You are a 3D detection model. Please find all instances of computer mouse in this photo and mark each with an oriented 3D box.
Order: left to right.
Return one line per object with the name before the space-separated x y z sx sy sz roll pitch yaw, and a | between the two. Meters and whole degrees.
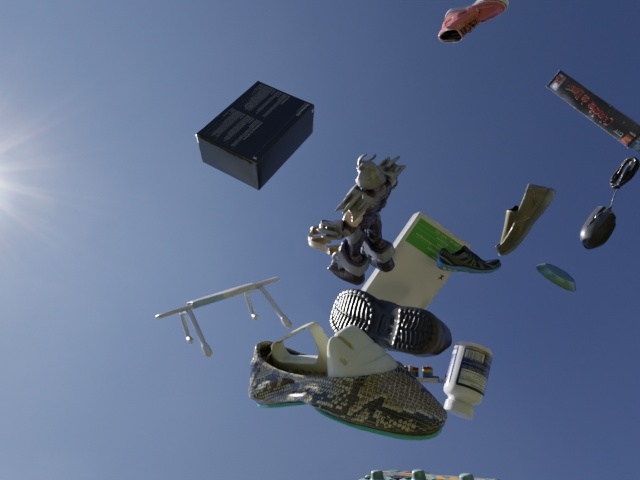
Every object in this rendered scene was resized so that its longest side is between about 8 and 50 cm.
computer mouse | 0.706 -0.091 1.122 0.041 0.071 0.242 16 -78 -12

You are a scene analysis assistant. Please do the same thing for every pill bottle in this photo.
pill bottle | 0.355 0.340 1.111 0.094 0.094 0.170 29 -113 -13

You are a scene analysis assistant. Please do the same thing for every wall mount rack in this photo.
wall mount rack | -0.238 0.197 1.200 0.349 0.304 0.131 -17 -91 -25

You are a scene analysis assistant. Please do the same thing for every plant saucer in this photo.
plant saucer | 0.664 0.098 1.277 0.119 0.119 0.021 20 -65 -10

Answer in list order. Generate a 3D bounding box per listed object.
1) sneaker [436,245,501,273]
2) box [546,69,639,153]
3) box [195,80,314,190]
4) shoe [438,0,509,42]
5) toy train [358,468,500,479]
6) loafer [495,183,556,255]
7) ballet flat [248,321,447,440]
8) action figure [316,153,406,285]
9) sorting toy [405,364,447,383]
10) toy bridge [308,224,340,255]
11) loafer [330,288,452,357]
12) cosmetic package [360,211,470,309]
sneaker | 0.424 0.054 1.290 0.188 0.067 0.078 6 -94 -5
box | 0.627 -0.276 1.002 0.159 0.233 0.044 3 -46 -40
box | -0.159 -0.277 1.178 0.184 0.261 0.103 26 -33 18
shoe | 0.382 -0.554 1.153 0.063 0.178 0.081 31 -101 -37
toy train | 0.207 0.474 0.805 0.333 0.142 0.190 -19 -24 36
loafer | 0.593 -0.064 1.363 0.087 0.094 0.251 35 -59 17
ballet flat | 0.010 0.249 0.877 0.163 0.482 0.182 -3 -96 -42
action figure | 0.073 -0.036 0.802 0.185 0.099 0.285 -35 -34 -25
sorting toy | 0.288 0.404 1.379 0.274 0.132 0.047 -4 -109 22
toy bridge | 0.000 0.000 1.311 0.063 0.188 0.026 -9 -67 -14
loafer | 0.162 0.216 1.115 0.130 0.365 0.134 28 -100 -35
cosmetic package | 0.283 0.112 1.464 0.196 0.155 0.366 33 -88 3
